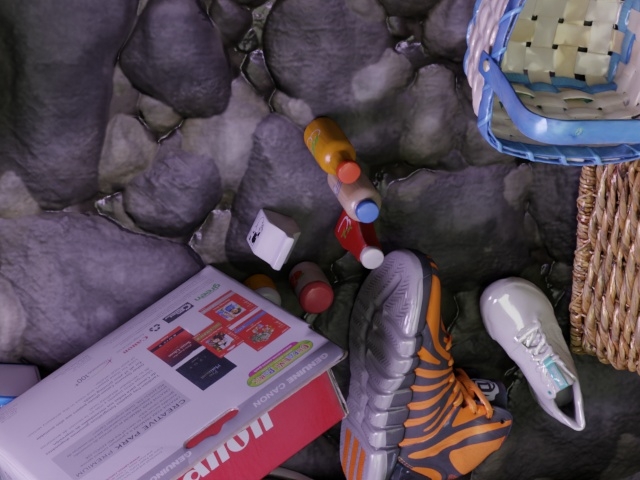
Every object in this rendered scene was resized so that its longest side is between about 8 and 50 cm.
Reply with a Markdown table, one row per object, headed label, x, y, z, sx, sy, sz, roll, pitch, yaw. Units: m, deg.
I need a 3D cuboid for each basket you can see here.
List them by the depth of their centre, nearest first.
| label | x | y | z | sx | sy | sz | roll | pitch | yaw |
| --- | --- | --- | --- | --- | --- | --- | --- | --- | --- |
| basket | 0.280 | -0.163 | 1.611 | 0.255 | 0.289 | 0.201 | 2 | 114 | -16 |
| basket | 0.436 | 0.004 | 1.864 | 0.213 | 0.223 | 0.299 | -30 | 129 | -41 |

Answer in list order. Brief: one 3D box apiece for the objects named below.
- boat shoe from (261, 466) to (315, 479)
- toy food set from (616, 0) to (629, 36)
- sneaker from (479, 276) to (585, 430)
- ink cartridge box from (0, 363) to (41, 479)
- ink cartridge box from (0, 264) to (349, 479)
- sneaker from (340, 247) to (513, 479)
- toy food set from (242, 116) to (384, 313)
| label | x | y | z | sx | sy | sz | roll | pitch | yaw |
| --- | --- | --- | --- | --- | --- | --- | --- | --- | --- |
| boat shoe | 0.029 | 0.338 | 1.913 | 0.303 | 0.091 | 0.114 | 7 | 115 | -20 |
| toy food set | 0.421 | -0.235 | 1.764 | 0.192 | 0.038 | 0.132 | -23 | 121 | -5 |
| sneaker | 0.257 | 0.133 | 1.875 | 0.080 | 0.094 | 0.212 | -33 | 121 | 3 |
| ink cartridge box | -0.377 | 0.229 | 1.736 | 0.140 | 0.082 | 0.190 | 3 | 114 | -20 |
| ink cartridge box | -0.142 | 0.192 | 1.629 | 0.309 | 0.272 | 0.130 | -35 | 123 | -21 |
| sneaker | 0.130 | 0.144 | 1.841 | 0.180 | 0.124 | 0.321 | -5 | 125 | -22 |
| toy food set | 0.000 | 0.000 | 1.718 | 0.111 | 0.104 | 0.232 | 18 | 110 | -25 |
